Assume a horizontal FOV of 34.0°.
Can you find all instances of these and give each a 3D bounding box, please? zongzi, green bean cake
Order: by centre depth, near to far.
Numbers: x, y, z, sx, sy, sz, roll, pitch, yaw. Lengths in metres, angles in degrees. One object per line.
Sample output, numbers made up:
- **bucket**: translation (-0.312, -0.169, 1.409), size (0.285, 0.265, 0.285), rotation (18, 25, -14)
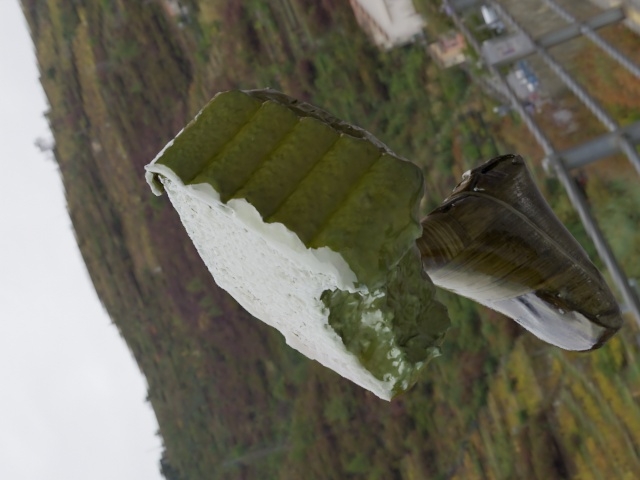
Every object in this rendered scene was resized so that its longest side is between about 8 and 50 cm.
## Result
- **green bean cake**: translation (0.000, 0.000, 0.858), size (0.233, 0.124, 0.236), rotation (30, 159, 26)
- **zongzi**: translation (0.224, 0.056, 1.328), size (0.286, 0.288, 0.134), rotation (52, 139, 10)
